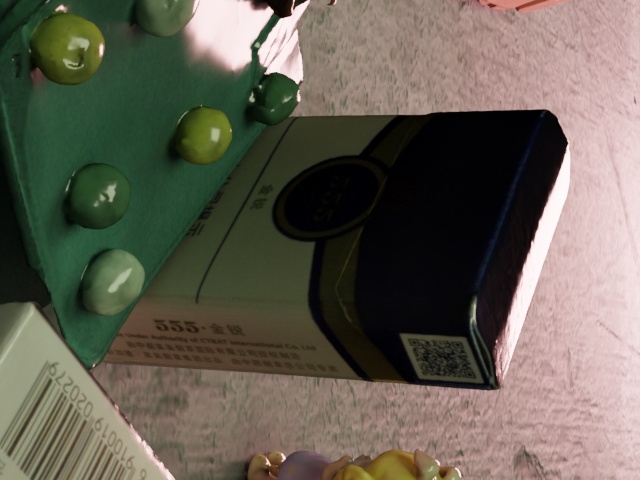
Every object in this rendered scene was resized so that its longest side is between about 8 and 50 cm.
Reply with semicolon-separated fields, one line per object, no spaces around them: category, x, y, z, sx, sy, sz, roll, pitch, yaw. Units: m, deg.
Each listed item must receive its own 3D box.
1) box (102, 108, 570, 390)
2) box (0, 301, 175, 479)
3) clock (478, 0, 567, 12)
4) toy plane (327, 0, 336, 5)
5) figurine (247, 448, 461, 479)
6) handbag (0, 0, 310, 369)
box;0.000;0.000;0.789;0.071;0.259;0.168;64;37;-38
box;-0.155;0.182;0.668;0.194;0.111;0.260;-63;141;-37
clock;0.174;-0.299;1.270;0.166;0.093;0.162;-2;81;-62
toy plane;0.016;-0.285;0.911;0.104;0.223;0.326;97;7;-50
figurine;0.059;0.217;0.896;0.127;0.235;0.155;27;66;-56
handbag;-0.084;-0.098;0.681;0.274;0.100;0.268;-52;155;-33
